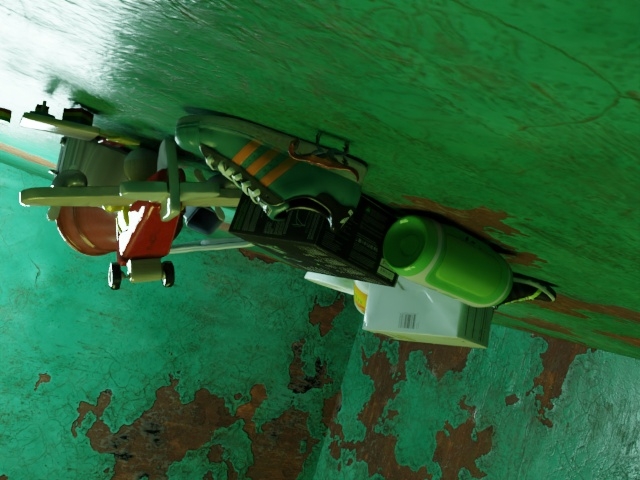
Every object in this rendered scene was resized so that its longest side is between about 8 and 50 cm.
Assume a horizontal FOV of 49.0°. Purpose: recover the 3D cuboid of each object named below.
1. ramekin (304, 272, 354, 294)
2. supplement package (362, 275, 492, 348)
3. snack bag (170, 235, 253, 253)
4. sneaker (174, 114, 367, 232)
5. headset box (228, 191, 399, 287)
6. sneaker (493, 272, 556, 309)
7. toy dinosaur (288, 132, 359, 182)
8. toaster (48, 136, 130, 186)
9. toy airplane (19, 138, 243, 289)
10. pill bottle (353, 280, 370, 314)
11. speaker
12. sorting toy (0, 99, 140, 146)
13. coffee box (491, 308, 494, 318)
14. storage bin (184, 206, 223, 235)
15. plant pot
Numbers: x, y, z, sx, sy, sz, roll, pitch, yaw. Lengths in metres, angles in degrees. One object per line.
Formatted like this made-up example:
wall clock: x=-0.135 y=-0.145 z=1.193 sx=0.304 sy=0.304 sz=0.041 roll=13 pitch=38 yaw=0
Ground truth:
ramekin: x=0.099 y=0.103 z=2.325 sx=0.277 sy=0.135 sz=0.277 roll=18 pitch=174 yaw=2
supplement package: x=0.258 y=0.134 z=1.654 sx=0.262 sy=0.204 sz=0.145 roll=-1 pitch=164 yaw=42
snack bag: x=-0.252 y=-0.003 z=1.987 sx=0.343 sy=0.037 sz=0.323 roll=-5 pitch=-176 yaw=25
sneaker: x=-0.087 y=-0.101 z=1.065 sx=0.302 sy=0.121 sz=0.108 roll=17 pitch=174 yaw=2
headset box: x=-0.008 y=-0.020 z=1.414 sx=0.283 sy=0.131 sz=0.246 roll=7 pitch=164 yaw=47
sneaker: x=0.453 y=0.127 z=1.720 sx=0.235 sy=0.097 sz=0.084 roll=17 pitch=174 yaw=4
toy dinosaur: x=0.001 y=-0.116 z=0.955 sx=0.082 sy=0.047 sz=0.090 roll=-9 pitch=-141 yaw=-27
toaster: x=-0.515 y=-0.156 z=1.654 sx=0.227 sy=0.146 sz=0.129 roll=21 pitch=174 yaw=-34
toy airplane: x=-0.359 y=-0.094 z=1.470 sx=0.385 sy=0.272 sz=0.386 roll=-23 pitch=151 yaw=13
pill bottle: x=0.165 y=0.120 z=2.060 sx=0.136 sy=0.136 sz=0.245 roll=16 pitch=152 yaw=12
speaker: x=0.257 y=0.045 z=1.387 sx=0.297 sy=0.131 sz=0.131 roll=23 pitch=172 yaw=-41
sorting toy: x=-0.482 y=-0.228 z=1.327 sx=0.275 sy=0.046 sz=0.132 roll=10 pitch=177 yaw=-26
coffee box: x=0.495 y=0.209 z=2.283 sx=0.184 sy=0.113 sz=0.040 roll=20 pitch=172 yaw=-35
storage bin: x=-0.375 y=-0.091 z=2.178 sx=0.091 sy=0.098 sz=0.135 roll=46 pitch=-171 yaw=29
plant pot: x=-0.531 y=-0.086 z=1.921 sx=0.265 sy=0.272 sz=0.272 roll=2 pitch=166 yaw=36
